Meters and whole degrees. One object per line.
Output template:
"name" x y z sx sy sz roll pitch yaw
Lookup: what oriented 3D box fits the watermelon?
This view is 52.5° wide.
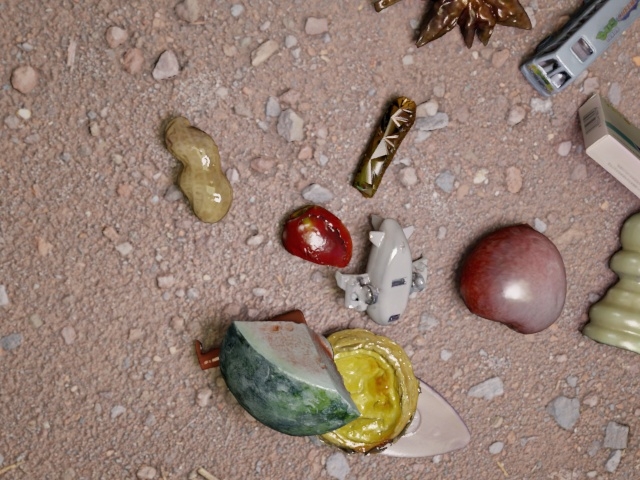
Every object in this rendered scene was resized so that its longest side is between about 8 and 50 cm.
"watermelon" -0.080 0.253 1.325 0.289 0.320 0.213 49 56 -15

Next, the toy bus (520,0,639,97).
"toy bus" 0.597 -0.460 1.413 0.330 0.136 0.109 -45 101 -3

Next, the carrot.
"carrot" 0.137 -0.200 1.401 0.069 0.069 0.228 27 93 -13

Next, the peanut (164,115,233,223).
"peanut" -0.247 -0.144 1.327 0.104 0.085 0.227 -16 99 3

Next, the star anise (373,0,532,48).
"star anise" 0.306 -0.531 1.366 0.350 0.109 0.292 17 89 -11

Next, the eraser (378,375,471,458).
"eraser" 0.231 0.421 1.504 0.243 0.059 0.204 22 92 -9

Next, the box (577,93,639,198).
"box" 0.724 -0.164 1.449 0.343 0.200 0.065 35 128 -13

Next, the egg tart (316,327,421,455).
"egg tart" 0.084 0.329 1.433 0.279 0.095 0.278 0 93 4

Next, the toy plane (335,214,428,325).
"toy plane" 0.140 0.068 1.409 0.245 0.117 0.244 -14 116 -31

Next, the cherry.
"cherry" 0.432 0.079 1.421 0.240 0.206 0.239 0 99 2

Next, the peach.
"peach" 0.000 0.002 1.388 0.172 0.092 0.127 42 86 -11

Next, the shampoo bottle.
"shampoo bottle" -0.144 0.222 1.398 0.244 0.085 0.085 -16 100 -6

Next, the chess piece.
"chess piece" 0.744 0.094 1.507 0.182 0.182 0.330 16 89 -12
